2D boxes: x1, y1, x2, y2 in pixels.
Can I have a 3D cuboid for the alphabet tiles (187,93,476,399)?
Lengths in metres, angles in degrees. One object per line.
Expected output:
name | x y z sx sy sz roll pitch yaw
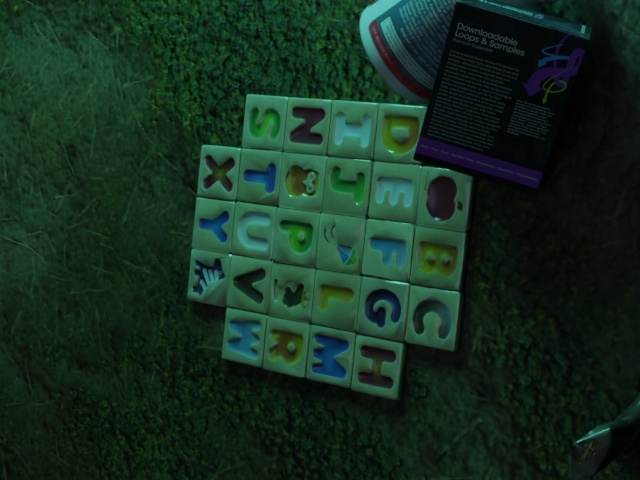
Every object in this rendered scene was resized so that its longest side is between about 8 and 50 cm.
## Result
alphabet tiles | 0.000 0.000 1.313 0.343 0.011 0.285 9 94 36

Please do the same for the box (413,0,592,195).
box | 0.155 -0.126 1.123 0.116 0.029 0.162 17 127 5

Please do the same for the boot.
boot | 0.250 0.147 1.059 0.037 0.114 0.106 38 111 31

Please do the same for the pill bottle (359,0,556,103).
pill bottle | 0.133 -0.210 1.158 0.180 0.108 0.108 -32 71 32
